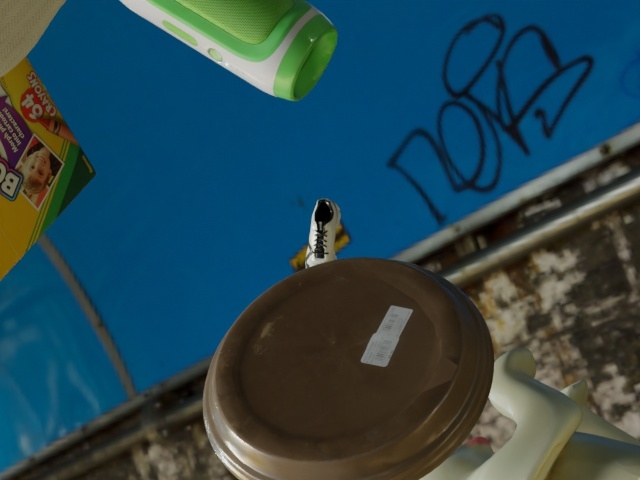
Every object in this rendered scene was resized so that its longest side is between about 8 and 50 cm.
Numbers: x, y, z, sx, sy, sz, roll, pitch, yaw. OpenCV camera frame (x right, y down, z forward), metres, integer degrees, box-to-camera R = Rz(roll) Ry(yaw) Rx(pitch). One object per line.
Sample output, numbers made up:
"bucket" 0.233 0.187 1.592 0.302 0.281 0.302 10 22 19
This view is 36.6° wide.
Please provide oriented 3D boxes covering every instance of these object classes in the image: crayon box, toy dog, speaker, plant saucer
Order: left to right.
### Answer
"crayon box" -0.545 -0.142 1.479 0.106 0.313 0.363 4 -45 32
"speaker" -0.128 -0.300 1.246 0.131 0.296 0.131 -55 -11 -15
"plant saucer" 0.018 0.112 0.886 0.277 0.278 0.041 -19 -49 2
"toy dog" 0.237 0.300 0.896 0.407 0.396 0.284 -7 -12 35

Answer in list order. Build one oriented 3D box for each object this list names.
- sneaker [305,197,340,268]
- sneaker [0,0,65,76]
"sneaker" 0.000 0.000 1.159 0.040 0.109 0.044 1 -16 10
"sneaker" -0.367 -0.293 1.042 0.292 0.169 0.108 -43 -21 7
